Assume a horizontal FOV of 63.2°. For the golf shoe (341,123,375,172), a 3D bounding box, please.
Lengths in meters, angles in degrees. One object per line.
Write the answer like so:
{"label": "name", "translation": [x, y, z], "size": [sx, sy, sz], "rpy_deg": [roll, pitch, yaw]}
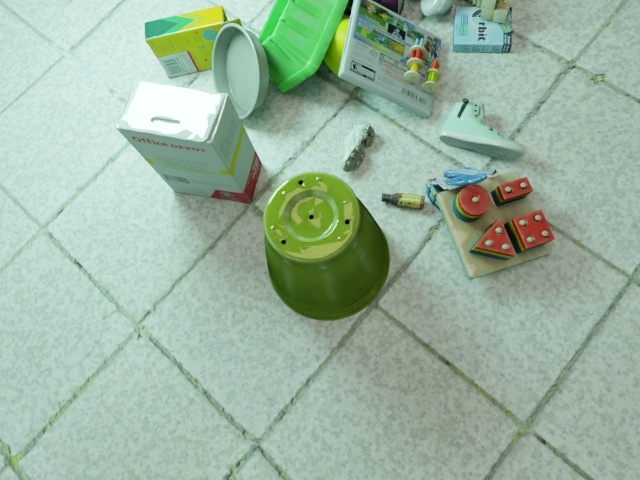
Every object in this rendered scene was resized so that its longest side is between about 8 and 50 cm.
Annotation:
{"label": "golf shoe", "translation": [0.101, -0.293, 1.641], "size": [0.085, 0.069, 0.176], "rpy_deg": [19, 70, 35]}

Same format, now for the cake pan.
{"label": "cake pan", "translation": [-0.259, -0.543, 1.680], "size": [0.054, 0.293, 0.293], "rpy_deg": [-17, 64, -37]}

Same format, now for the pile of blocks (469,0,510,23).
{"label": "pile of blocks", "translation": [0.532, -0.874, 1.722], "size": [0.148, 0.113, 0.362], "rpy_deg": [-25, 61, -7]}

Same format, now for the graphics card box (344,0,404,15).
{"label": "graphics card box", "translation": [0.153, -0.882, 1.670], "size": [0.232, 0.371, 0.094], "rpy_deg": [16, 73, 12]}

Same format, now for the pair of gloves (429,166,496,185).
{"label": "pair of gloves", "translation": [0.412, -0.186, 1.492], "size": [0.159, 0.198, 0.023], "rpy_deg": [2, 110, 35]}

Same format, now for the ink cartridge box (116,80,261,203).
{"label": "ink cartridge box", "translation": [-0.359, -0.273, 1.517], "size": [0.278, 0.385, 0.161], "rpy_deg": [11, 72, 11]}

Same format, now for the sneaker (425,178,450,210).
{"label": "sneaker", "translation": [0.389, -0.119, 1.531], "size": [0.188, 0.067, 0.078], "rpy_deg": [38, 73, 13]}

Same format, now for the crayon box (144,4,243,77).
{"label": "crayon box", "translation": [-0.404, -0.675, 1.767], "size": [0.318, 0.202, 0.081], "rpy_deg": [-10, 69, 3]}

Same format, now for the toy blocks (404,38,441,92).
{"label": "toy blocks", "translation": [0.329, -0.553, 1.631], "size": [0.123, 0.054, 0.148], "rpy_deg": [22, 69, -19]}

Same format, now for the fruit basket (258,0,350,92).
{"label": "fruit basket", "translation": [0.013, -0.654, 1.710], "size": [0.391, 0.282, 0.393], "rpy_deg": [2, 87, -32]}

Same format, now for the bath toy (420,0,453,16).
{"label": "bath toy", "translation": [0.355, -0.909, 1.788], "size": [0.151, 0.128, 0.349], "rpy_deg": [-46, 60, 38]}

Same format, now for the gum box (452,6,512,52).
{"label": "gum box", "translation": [0.536, -0.700, 1.725], "size": [0.184, 0.041, 0.157], "rpy_deg": [4, 70, 10]}

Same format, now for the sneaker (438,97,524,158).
{"label": "sneaker", "translation": [0.504, -0.344, 1.570], "size": [0.255, 0.094, 0.151], "rpy_deg": [20, 80, 17]}

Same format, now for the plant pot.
{"label": "plant pot", "translation": [0.000, 0.000, 1.386], "size": [0.365, 0.353, 0.367], "rpy_deg": [-3, 71, 7]}

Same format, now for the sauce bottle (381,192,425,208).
{"label": "sauce bottle", "translation": [0.247, -0.121, 1.561], "size": [0.128, 0.042, 0.042], "rpy_deg": [7, 72, 13]}

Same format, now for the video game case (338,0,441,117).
{"label": "video game case", "translation": [0.227, -0.579, 1.639], "size": [0.328, 0.036, 0.300], "rpy_deg": [19, 71, -21]}

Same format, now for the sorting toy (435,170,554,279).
{"label": "sorting toy", "translation": [0.490, -0.056, 1.437], "size": [0.255, 0.089, 0.257], "rpy_deg": [-17, 77, -9]}
